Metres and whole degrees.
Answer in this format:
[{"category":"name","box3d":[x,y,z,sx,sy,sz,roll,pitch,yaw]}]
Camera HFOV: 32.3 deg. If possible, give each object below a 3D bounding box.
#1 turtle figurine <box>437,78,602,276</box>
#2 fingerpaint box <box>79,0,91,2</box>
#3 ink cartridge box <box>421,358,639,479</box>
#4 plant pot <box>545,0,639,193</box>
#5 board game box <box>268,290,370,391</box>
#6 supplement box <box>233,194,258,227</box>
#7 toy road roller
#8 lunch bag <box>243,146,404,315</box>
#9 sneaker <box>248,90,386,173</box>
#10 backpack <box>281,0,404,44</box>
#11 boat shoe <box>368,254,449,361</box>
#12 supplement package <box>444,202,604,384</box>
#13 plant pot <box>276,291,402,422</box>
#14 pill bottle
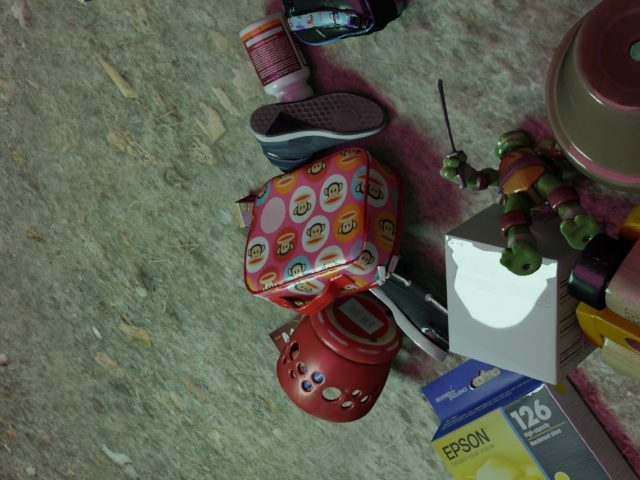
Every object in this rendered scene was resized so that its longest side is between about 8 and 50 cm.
[{"category":"turtle figurine","box3d":[0.274,-0.106,1.531,0.275,0.198,0.266,96,168,-44]},{"category":"fingerpaint box","box3d":[-0.254,-0.627,1.677,0.163,0.371,0.445,34,131,25]},{"category":"ink cartridge box","box3d":[0.327,0.337,1.856,0.307,0.072,0.303,54,137,4]},{"category":"plant pot","box3d":[0.389,-0.200,1.330,0.263,0.229,0.263,-3,82,20]},{"category":"board game box","box3d":[0.019,0.182,2.089,0.281,0.027,0.145,-38,83,46]},{"category":"supplement box","box3d":[-0.116,-0.055,2.079,0.083,0.043,0.055,2,112,43]},{"category":"toy road roller","box3d":[0.492,0.057,1.501,0.202,0.240,0.329,30,166,29]},{"category":"lunch bag","box3d":[0.000,0.000,1.851,0.293,0.120,0.258,-17,58,41]},{"category":"sneaker","box3d":[0.004,-0.176,1.881,0.226,0.086,0.163,-2,156,8]},{"category":"backpack","box3d":[0.024,-0.388,1.724,0.173,0.117,0.158,-8,105,44]},{"category":"boat shoe","box3d":[0.137,0.078,1.883,0.091,0.114,0.302,-48,61,6]},{"category":"supplement package","box3d":[0.310,0.075,1.673,0.194,0.149,0.203,15,121,38]},{"category":"plant pot","box3d":[0.037,0.193,1.923,0.191,0.191,0.174,40,130,20]},{"category":"pill bottle","box3d":[-0.071,-0.302,1.878,0.086,0.086,0.152,-20,96,46]}]
